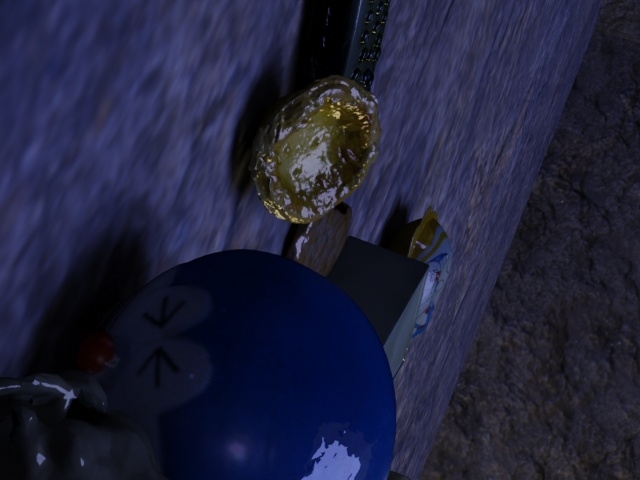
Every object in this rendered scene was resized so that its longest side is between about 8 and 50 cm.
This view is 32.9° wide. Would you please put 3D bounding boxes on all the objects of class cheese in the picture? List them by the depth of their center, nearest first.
[{"bbox_3d":[0.102,0.072,1.274,0.270,0.069,0.177,96,19,-45],"label":"cheese"}]

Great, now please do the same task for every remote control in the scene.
[{"bbox_3d":[0.016,-0.130,0.707,0.072,0.042,0.222,-51,158,-50],"label":"remote control"}]

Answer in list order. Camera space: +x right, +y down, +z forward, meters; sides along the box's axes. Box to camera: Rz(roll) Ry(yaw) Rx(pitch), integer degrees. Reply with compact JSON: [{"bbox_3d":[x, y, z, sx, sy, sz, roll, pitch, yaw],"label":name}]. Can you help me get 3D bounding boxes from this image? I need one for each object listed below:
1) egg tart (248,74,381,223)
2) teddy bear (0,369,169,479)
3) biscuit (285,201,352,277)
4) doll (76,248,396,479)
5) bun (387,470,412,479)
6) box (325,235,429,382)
[{"bbox_3d":[-0.008,-0.059,0.672,0.105,0.039,0.105,-28,137,-29],"label":"egg tart"},{"bbox_3d":[-0.163,0.230,0.278,0.367,0.224,0.357,5,107,-61],"label":"teddy bear"},{"bbox_3d":[0.000,0.000,0.881,0.147,0.018,0.071,-1,113,-77],"label":"biscuit"},{"bbox_3d":[-0.061,0.109,0.564,0.257,0.161,0.215,119,-11,-47],"label":"doll"},{"bbox_3d":[0.032,0.377,1.260,0.259,0.160,0.259,-39,143,-37],"label":"bun"},{"bbox_3d":[0.008,0.118,0.938,0.225,0.086,0.129,-55,161,-47],"label":"box"}]
